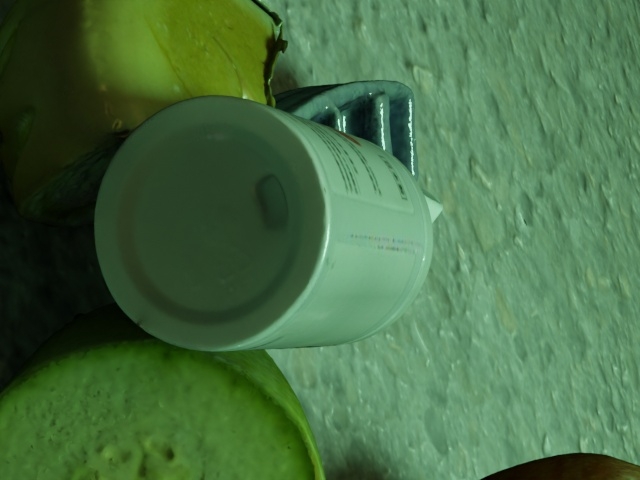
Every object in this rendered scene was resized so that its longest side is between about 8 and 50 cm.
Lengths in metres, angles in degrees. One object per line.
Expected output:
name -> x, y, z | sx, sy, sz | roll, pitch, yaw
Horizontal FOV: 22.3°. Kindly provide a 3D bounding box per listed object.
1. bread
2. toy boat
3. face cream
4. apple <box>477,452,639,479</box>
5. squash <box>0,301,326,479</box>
bread -> -0.131, -0.110, 1.056 | 0.260, 0.158, 0.156 | -13, 74, -60
toy boat -> -0.009, -0.055, 1.247 | 0.283, 0.078, 0.127 | -24, 116, -58
face cream -> 0.000, 0.000, 1.059 | 0.369, 0.145, 0.145 | 10, 66, -69
apple -> 0.175, 0.295, 1.214 | 0.301, 0.301, 0.302 | 34, 47, -47
squash -> -0.082, 0.130, 0.999 | 0.236, 0.155, 0.204 | 28, 74, 0
